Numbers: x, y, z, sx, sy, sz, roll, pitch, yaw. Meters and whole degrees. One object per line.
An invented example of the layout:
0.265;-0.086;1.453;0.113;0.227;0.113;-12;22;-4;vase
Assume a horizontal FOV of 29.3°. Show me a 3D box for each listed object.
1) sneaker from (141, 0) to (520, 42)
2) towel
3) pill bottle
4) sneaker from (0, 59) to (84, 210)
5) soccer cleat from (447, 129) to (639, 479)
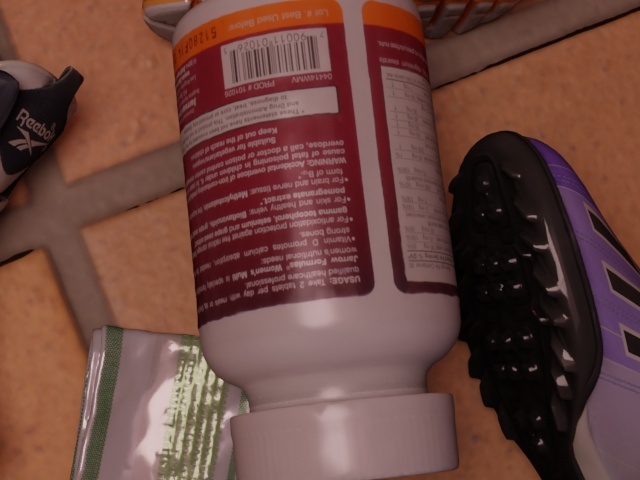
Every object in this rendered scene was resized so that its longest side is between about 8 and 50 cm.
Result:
0.017;-0.149;0.615;0.215;0.084;0.083;-3;77;-8;sneaker
-0.046;0.107;0.609;0.152;0.023;0.113;9;84;-7;towel
0.000;0.000;0.568;0.121;0.121;0.221;-5;80;-8;pill bottle
-0.168;-0.015;0.569;0.153;0.094;0.234;-25;78;-1;sneaker
0.159;0.089;0.604;0.116;0.109;0.318;-21;89;-20;soccer cleat
